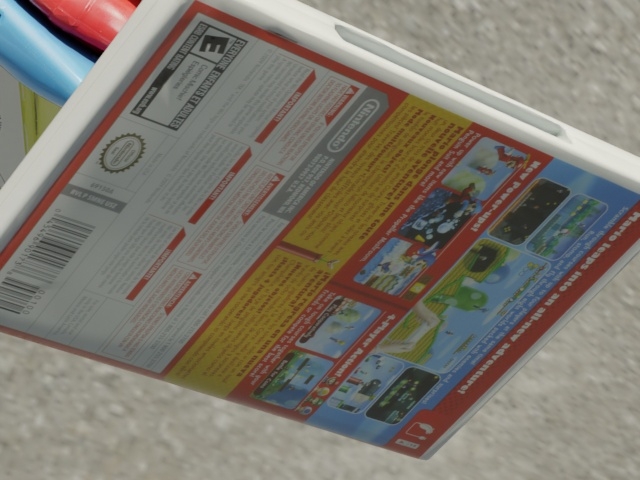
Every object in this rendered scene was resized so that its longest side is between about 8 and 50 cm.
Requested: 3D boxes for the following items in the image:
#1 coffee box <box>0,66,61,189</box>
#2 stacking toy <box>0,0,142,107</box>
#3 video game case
[{"bbox_3d":[-0.348,-0.233,1.457,0.334,0.338,0.338,7,51,1],"label":"coffee box"},{"bbox_3d":[-0.062,-0.219,1.019,0.175,0.166,0.302,44,110,7],"label":"stacking toy"},{"bbox_3d":[0.000,0.000,0.862,0.204,0.285,0.025,-48,39,28],"label":"video game case"}]
